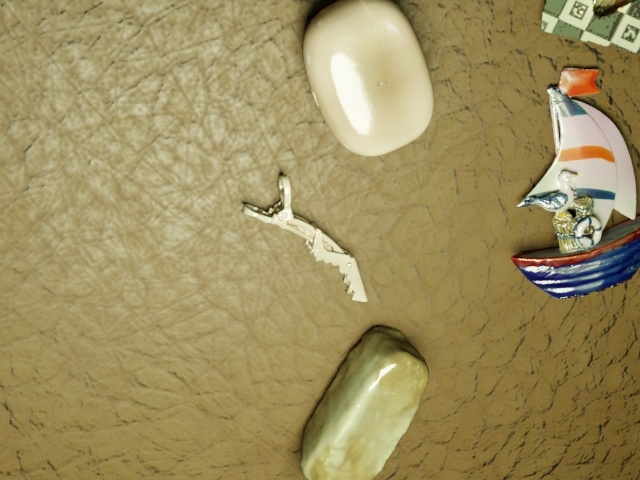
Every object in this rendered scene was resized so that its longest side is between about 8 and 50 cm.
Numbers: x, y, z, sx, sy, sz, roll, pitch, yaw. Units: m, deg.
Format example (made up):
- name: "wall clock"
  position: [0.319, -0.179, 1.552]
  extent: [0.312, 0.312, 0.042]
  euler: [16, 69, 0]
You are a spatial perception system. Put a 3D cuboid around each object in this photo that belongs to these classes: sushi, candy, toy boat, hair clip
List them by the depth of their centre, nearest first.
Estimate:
- name: "sushi"
  position: [0.386, -0.356, 1.411]
  extent: [0.192, 0.040, 0.210]
  euler: [11, 110, -13]
- name: "hair clip"
  position: [0.000, 0.000, 1.442]
  extent: [0.226, 0.034, 0.072]
  euler: [40, 95, -26]
- name: "candy"
  position: [0.059, 0.239, 1.515]
  extent: [0.102, 0.104, 0.234]
  euler: [29, 101, -23]
- name: "toy boat"
  position: [0.381, -0.071, 1.521]
  extent: [0.219, 0.072, 0.318]
  euler: [8, 99, -16]

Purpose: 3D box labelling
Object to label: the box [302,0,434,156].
- name: "box"
  position: [0.060, -0.201, 1.348]
  extent: [0.146, 0.088, 0.200]
  euler: [-24, 117, -4]
